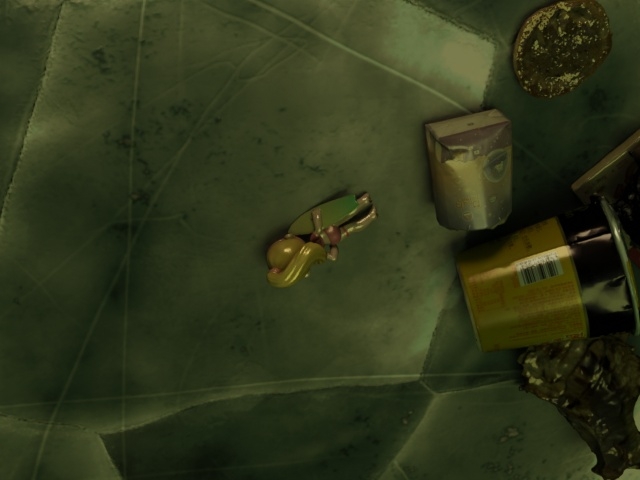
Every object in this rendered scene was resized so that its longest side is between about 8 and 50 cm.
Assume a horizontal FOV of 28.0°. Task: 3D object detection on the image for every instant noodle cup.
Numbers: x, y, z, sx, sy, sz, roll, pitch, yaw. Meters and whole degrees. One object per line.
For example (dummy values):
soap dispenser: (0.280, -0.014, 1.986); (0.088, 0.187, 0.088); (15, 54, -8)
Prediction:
instant noodle cup: (0.322, 0.061, 1.839); (0.236, 0.215, 0.215); (-15, 127, 4)

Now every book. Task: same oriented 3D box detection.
book: (0.496, -0.064, 1.928); (0.162, 0.022, 0.232); (-41, 127, 9)

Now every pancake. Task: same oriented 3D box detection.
pancake: (0.328, -0.259, 1.735); (0.152, 0.025, 0.151); (-9, 124, -14)

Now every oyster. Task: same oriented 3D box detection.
oyster: (0.429, 0.255, 2.051); (0.198, 0.133, 0.337); (-21, 123, 3)

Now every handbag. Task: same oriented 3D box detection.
handbag: (0.211, -0.087, 1.765); (0.117, 0.095, 0.173); (-13, 123, -7)

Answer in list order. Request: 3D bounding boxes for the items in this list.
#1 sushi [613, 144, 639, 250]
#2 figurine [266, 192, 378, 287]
sushi: (0.550, -0.042, 1.803); (0.219, 0.225, 0.238); (-43, 124, 14)
figurine: (0.000, 0.000, 1.762); (0.187, 0.083, 0.083); (-31, 128, -10)
